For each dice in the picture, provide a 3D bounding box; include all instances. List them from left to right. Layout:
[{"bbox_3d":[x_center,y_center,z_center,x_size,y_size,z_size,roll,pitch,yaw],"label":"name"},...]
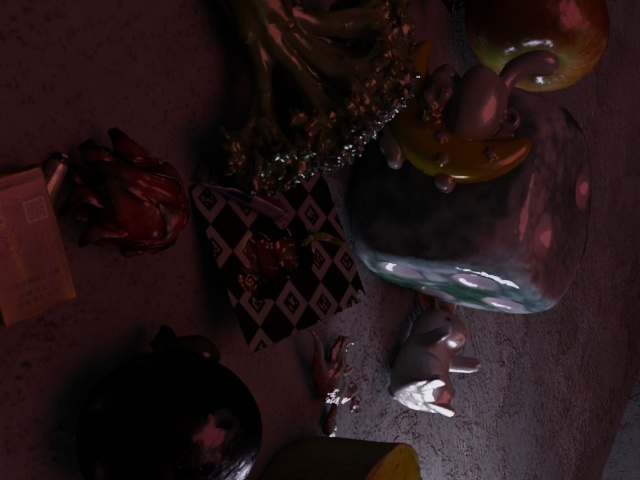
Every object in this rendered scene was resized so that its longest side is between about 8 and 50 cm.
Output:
[{"bbox_3d":[0.274,-0.065,1.444,0.348,0.328,0.330,34,69,-53],"label":"dice"}]

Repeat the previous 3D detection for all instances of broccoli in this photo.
[{"bbox_3d":[-0.021,-0.297,1.126,0.396,0.275,0.353,67,23,-8],"label":"broccoli"}]

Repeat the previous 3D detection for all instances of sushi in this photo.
[{"bbox_3d":[-0.067,0.011,1.217,0.290,0.050,0.263,-23,95,-50],"label":"sushi"}]

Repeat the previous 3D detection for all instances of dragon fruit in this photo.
[{"bbox_3d":[-0.218,-0.047,0.941,0.121,0.130,0.142,-48,148,11],"label":"dragon fruit"}]

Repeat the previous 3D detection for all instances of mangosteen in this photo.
[{"bbox_3d":[-0.186,0.220,0.968,0.216,0.216,0.216,-15,108,-53],"label":"mangosteen"}]

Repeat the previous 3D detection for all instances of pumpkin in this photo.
[{"bbox_3d":[0.018,0.464,1.318,0.332,0.199,0.332,-33,130,-51],"label":"pumpkin"}]

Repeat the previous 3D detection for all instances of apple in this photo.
[{"bbox_3d":[0.439,-0.460,1.661,0.309,0.278,0.249,49,42,-57],"label":"apple"}]

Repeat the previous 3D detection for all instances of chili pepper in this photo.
[{"bbox_3d":[-0.001,0.001,1.242,0.083,0.017,0.030,-6,59,-43],"label":"chili pepper"}]

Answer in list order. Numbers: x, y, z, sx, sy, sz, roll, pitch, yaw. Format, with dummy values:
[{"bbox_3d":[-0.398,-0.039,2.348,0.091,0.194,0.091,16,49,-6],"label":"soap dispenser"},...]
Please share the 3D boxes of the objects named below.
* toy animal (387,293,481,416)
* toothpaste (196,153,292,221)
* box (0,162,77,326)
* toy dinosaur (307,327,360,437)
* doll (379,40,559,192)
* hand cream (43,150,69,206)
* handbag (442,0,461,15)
[{"bbox_3d":[0.235,0.200,1.606,0.140,0.138,0.282,56,51,-38],"label":"toy animal"},{"bbox_3d":[-0.104,-0.065,1.141,0.170,0.028,0.045,29,60,-38],"label":"toothpaste"},{"bbox_3d":[-0.318,0.005,0.864,0.089,0.022,0.156,-28,119,-37],"label":"box"},{"bbox_3d":[0.013,0.227,1.363,0.167,0.053,0.242,-63,150,-15],"label":"toy dinosaur"},{"bbox_3d":[0.215,-0.193,1.242,0.111,0.238,0.252,45,62,-75],"label":"doll"},{"bbox_3d":[-0.303,-0.049,0.894,0.035,0.022,0.102,31,76,-52],"label":"hand cream"},{"bbox_3d":[0.216,-0.561,1.462,0.183,0.117,0.270,11,88,-47],"label":"handbag"}]
